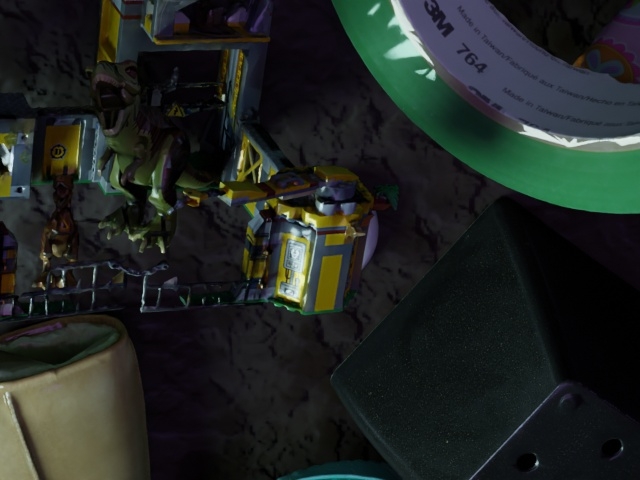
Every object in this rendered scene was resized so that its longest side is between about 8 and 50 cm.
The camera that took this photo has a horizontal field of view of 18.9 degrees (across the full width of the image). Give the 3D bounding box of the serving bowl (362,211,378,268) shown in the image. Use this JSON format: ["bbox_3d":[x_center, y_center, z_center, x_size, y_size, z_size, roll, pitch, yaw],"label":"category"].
[{"bbox_3d":[0.000,0.000,1.285,0.083,0.027,0.083,-5,121,-8],"label":"serving bowl"}]

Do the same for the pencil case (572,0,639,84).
[{"bbox_3d":[0.282,-0.157,1.203,0.124,0.124,0.284,33,110,-26],"label":"pencil case"}]

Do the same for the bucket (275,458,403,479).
[{"bbox_3d":[0.026,0.299,1.338,0.281,0.183,0.281,-15,126,-22],"label":"bucket"}]

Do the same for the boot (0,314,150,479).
[{"bbox_3d":[-0.221,0.198,1.325,0.236,0.089,0.269,-19,123,-15],"label":"boot"}]

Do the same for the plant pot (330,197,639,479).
[{"bbox_3d":[0.148,0.119,1.303,0.187,0.167,0.188,34,107,-26],"label":"plant pot"}]

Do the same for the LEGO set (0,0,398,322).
[{"bbox_3d":[-0.123,-0.085,1.088,0.331,0.255,0.192,0,119,-15],"label":"LEGO set"}]

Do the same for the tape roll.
[{"bbox_3d":[0.147,-0.171,1.075,0.321,0.077,0.321,21,132,25],"label":"tape roll"}]
